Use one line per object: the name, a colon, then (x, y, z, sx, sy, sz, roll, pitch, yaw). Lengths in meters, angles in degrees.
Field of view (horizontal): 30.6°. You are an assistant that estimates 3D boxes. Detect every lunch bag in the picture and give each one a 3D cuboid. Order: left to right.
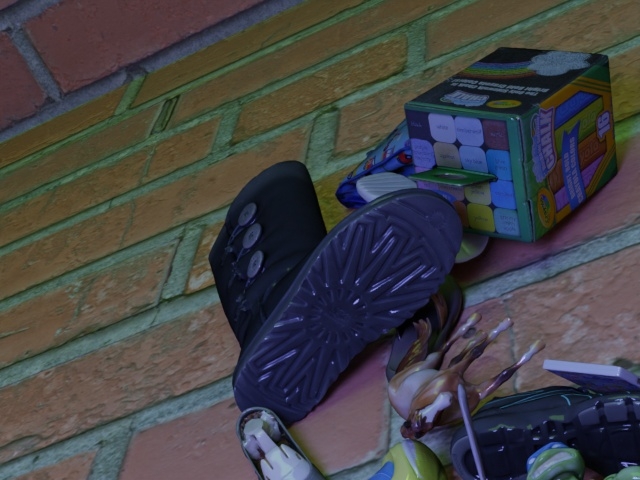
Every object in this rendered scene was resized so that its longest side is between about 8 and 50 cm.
lunch bag: (0.157, -0.147, 1.828, 0.221, 0.138, 0.293, -46, 20, -27)

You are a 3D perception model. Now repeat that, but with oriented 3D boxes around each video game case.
video game case: (0.288, 0.141, 1.145, 0.087, 0.122, 0.011, 1, 71, 48)

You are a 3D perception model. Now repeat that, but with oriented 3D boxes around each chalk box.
chalk box: (0.234, -0.116, 1.517, 0.180, 0.179, 0.289, 14, 36, 41)

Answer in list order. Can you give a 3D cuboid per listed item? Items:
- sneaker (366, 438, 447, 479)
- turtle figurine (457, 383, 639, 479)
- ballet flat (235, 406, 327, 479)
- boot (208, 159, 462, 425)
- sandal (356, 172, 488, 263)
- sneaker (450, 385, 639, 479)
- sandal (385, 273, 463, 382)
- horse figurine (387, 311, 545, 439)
sneaker: (0.078, 0.301, 1.118, 0.126, 0.091, 0.240, -41, 20, 16)
turtle figurine: (0.227, 0.226, 0.902, 0.197, 0.275, 0.266, -5, 41, -24)
ballet flat: (-0.051, 0.254, 1.337, 0.072, 0.068, 0.213, -33, 25, -8)
boot: (-0.002, 0.001, 1.595, 0.367, 0.146, 0.445, -44, 20, 12)
sandal: (0.142, -0.018, 1.634, 0.102, 0.076, 0.265, -18, 33, -22)
sneaker: (0.258, 0.174, 1.126, 0.267, 0.101, 0.106, -8, 20, 27)
sandal: (0.120, 0.097, 1.461, 0.090, 0.060, 0.219, -14, 29, 29)
horse figurine: (0.133, 0.149, 1.271, 0.174, 0.066, 0.263, -41, 10, -10)
